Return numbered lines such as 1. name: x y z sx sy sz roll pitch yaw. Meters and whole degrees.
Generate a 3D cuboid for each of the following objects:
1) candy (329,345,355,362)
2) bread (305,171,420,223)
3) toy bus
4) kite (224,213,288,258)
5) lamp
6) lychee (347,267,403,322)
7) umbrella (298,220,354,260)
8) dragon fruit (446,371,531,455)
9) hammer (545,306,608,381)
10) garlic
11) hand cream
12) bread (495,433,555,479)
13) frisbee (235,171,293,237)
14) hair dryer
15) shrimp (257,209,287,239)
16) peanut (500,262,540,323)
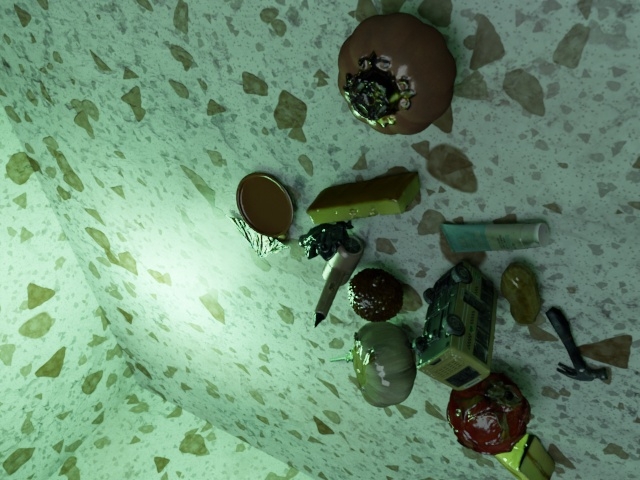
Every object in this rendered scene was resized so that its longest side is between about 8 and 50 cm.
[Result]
1. candy: 0.108 0.489 2.408 0.091 0.083 0.305 14 159 -26
2. bread: 0.129 -0.126 1.760 0.361 0.138 0.077 -6 124 42
3. toy bus: 0.411 0.246 1.706 0.202 0.365 0.177 33 135 -9
4. kite: -0.247 0.002 2.263 0.321 0.016 0.234 28 144 24
5. lamp: 0.173 -0.391 1.397 0.305 0.239 0.305 23 138 22
6. lychee: 0.188 0.186 1.965 0.200 0.200 0.238 27 151 16
7. umbrella: 0.003 0.000 1.927 0.094 0.143 0.349 54 162 -8
8. dragon fruit: 0.571 0.591 1.970 0.277 0.277 0.342 17 137 27
9. hammer: 0.753 0.318 1.748 0.137 0.037 0.290 -15 116 44
10. garlic: 0.232 0.458 2.111 0.241 0.322 0.322 -3 128 9
11. hand cream: 0.485 -0.010 1.640 0.312 0.070 0.111 -5 125 46
12. bread: 0.723 0.854 2.172 0.167 0.163 0.264 47 141 -9
13. frisbee: -0.201 -0.128 2.078 0.251 0.021 0.251 15 121 26
14. hair dryer: 0.044 0.151 1.928 0.107 0.344 0.189 24 139 -1
15. shrimp: -0.185 -0.065 2.160 0.162 0.045 0.095 47 163 -13
16. peanut: 0.589 0.158 1.691 0.108 0.095 0.226 16 141 50
